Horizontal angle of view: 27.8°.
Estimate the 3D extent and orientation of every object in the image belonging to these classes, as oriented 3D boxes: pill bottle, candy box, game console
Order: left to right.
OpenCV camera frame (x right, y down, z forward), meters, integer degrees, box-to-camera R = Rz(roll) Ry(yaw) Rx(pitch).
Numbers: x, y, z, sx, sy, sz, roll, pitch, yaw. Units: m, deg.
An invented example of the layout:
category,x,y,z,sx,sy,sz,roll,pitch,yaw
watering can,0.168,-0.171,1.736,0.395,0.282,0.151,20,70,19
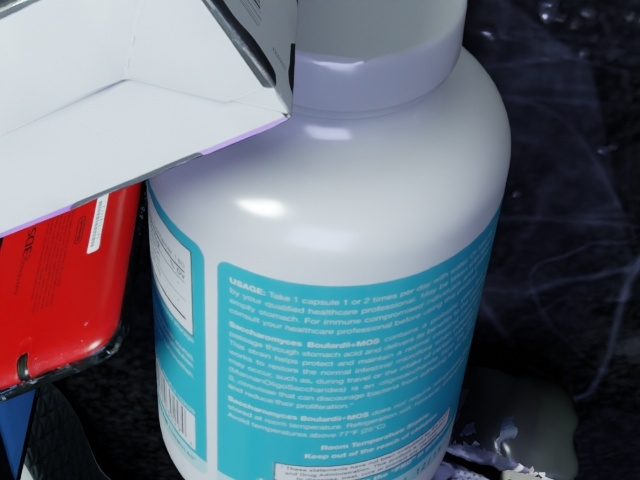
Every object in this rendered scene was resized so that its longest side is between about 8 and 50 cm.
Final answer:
category,x,y,z,sx,sy,sz,roll,pitch,yaw
candy box,-0.091,-0.097,0.422,0.165,0.196,0.070,-20,132,21
game console,-0.111,0.033,0.593,0.124,0.144,0.085,-22,132,22
pill bottle,0.000,0.000,0.555,0.146,0.146,0.264,4,136,-2

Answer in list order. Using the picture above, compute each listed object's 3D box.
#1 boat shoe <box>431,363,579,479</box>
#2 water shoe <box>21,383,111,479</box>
category,x,y,z,sx,sy,sz,roll,pitch,yaw
boat shoe,0.020,0.190,0.781,0.158,0.127,0.340,17,126,-6
water shoe,-0.172,0.151,0.767,0.080,0.073,0.203,-10,134,15
